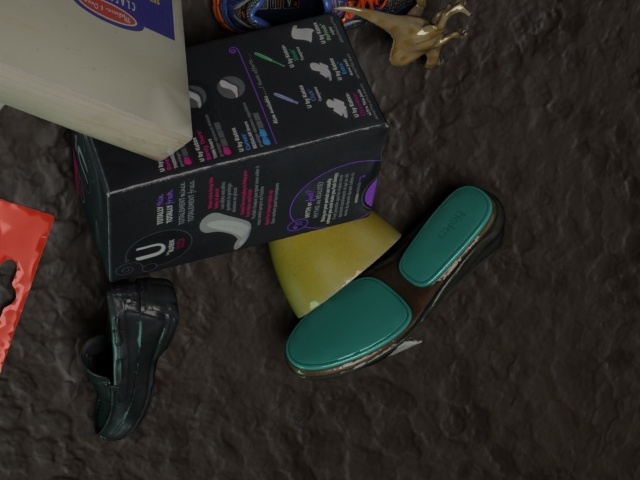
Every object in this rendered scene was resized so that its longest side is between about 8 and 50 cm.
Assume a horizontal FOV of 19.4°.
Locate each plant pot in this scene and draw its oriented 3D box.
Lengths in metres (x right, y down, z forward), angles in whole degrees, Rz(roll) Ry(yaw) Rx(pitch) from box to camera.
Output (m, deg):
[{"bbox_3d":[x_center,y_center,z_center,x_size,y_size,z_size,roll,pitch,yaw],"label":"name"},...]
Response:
[{"bbox_3d":[0.000,0.000,1.884,0.134,0.134,0.095,-40,92,-3],"label":"plant pot"}]

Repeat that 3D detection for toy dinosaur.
[{"bbox_3d":[0.097,-0.208,1.826,0.092,0.053,0.183,-45,149,14],"label":"toy dinosaur"}]

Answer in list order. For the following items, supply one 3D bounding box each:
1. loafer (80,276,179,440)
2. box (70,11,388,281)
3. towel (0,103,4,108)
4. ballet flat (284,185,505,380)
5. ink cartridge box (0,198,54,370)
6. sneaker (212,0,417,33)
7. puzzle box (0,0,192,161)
[{"bbox_3d":[-0.199,0.117,1.841,0.078,0.076,0.223,2,137,-20],"label":"loafer"},{"bbox_3d":[-0.091,-0.088,1.771,0.270,0.143,0.165,-15,151,-15],"label":"box"},{"bbox_3d":[-0.362,-0.165,1.682,0.282,0.049,0.187,-52,135,-14],"label":"towel"},{"bbox_3d":[0.088,0.061,1.941,0.280,0.095,0.096,-39,149,-6],"label":"ballet flat"},{"bbox_3d":[-0.387,0.032,1.788,0.232,0.066,0.189,18,97,-19],"label":"ink cartridge box"},{"bbox_3d":[0.010,-0.232,1.821,0.221,0.087,0.083,-14,112,-14],"label":"sneaker"},{"bbox_3d":[-0.286,-0.245,1.584,0.409,0.272,0.052,21,139,-38],"label":"puzzle box"}]
